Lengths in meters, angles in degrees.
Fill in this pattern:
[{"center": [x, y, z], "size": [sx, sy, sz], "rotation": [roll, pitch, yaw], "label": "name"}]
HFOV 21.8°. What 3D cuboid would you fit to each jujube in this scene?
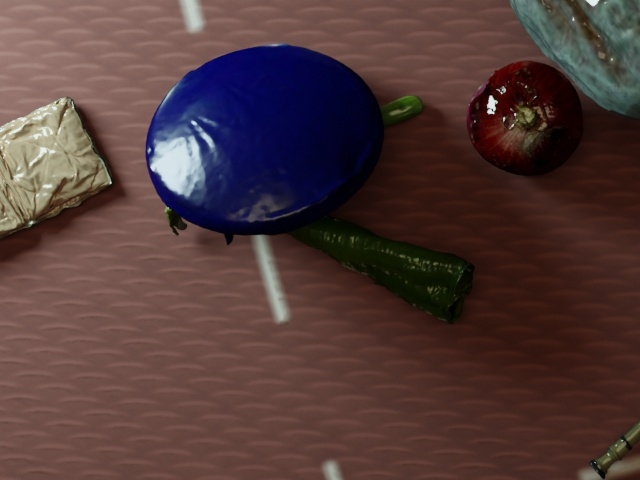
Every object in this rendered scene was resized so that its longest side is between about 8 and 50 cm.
[{"center": [0.336, -0.273, 1.770], "size": [0.246, 0.215, 0.308], "rotation": [-41, 73, 44], "label": "jujube"}]

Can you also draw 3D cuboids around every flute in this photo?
[{"center": [0.386, 0.173, 1.821], "size": [0.233, 0.027, 0.027], "rotation": [-44, 81, 2], "label": "flute"}]

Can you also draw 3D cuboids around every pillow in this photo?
[{"center": [-0.368, -0.071, 1.945], "size": [0.233, 0.043, 0.126], "rotation": [-24, 87, 3], "label": "pillow"}]

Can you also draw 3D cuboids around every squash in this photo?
[{"center": [0.074, -0.142, 1.894], "size": [0.089, 0.027, 0.027], "rotation": [-21, 82, 8], "label": "squash"}]

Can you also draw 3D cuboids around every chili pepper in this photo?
[{"center": [0.000, 0.000, 1.870], "size": [0.359, 0.076, 0.085], "rotation": [20, 124, 16], "label": "chili pepper"}]

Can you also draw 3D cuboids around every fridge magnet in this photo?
[{"center": [-0.061, -0.107, 1.832], "size": [0.266, 0.112, 0.265], "rotation": [-5, 52, 6], "label": "fridge magnet"}]

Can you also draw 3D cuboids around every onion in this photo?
[{"center": [0.226, -0.134, 1.826], "size": [0.131, 0.131, 0.131], "rotation": [-1, 85, 8], "label": "onion"}]
